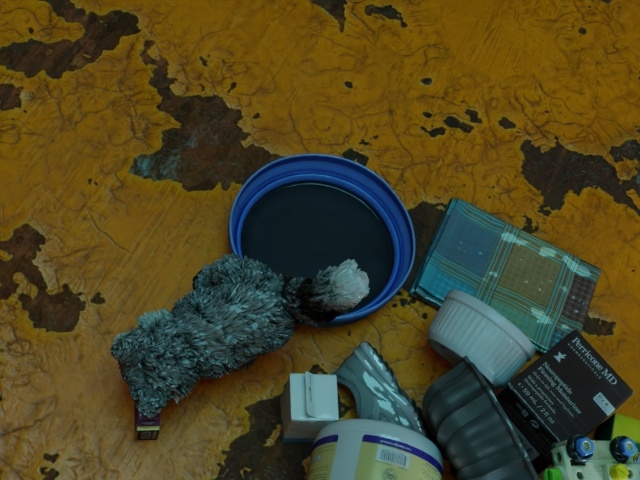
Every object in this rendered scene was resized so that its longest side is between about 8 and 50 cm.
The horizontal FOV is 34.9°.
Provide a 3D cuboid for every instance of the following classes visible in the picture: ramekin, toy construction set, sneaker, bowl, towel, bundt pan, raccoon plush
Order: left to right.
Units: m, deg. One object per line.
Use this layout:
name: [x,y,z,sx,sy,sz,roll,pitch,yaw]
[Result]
raccoon plush: [-0.170,0.142,1.795,0.216,0.446,0.299,57,39,0]
bowl: [0.000,0.000,2.114,0.391,0.077,0.391,6,60,-10]
sneaker: [0.127,0.336,1.956,0.115,0.105,0.281,-36,74,6]
ramekin: [0.306,0.201,1.994,0.207,0.207,0.109,37,81,10]
bundt pan: [0.285,0.380,1.832,0.124,0.331,0.331,-26,67,0]
towel: [0.402,0.082,2.177,0.370,0.040,0.271,25,59,3]
toy construction set: [0.502,0.448,1.768,0.327,0.151,0.215,15,60,-39]

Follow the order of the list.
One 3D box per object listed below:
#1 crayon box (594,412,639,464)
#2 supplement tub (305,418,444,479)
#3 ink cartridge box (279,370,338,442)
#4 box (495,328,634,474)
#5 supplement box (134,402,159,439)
crayon box: [0.688,0.541,1.936,0.362,0.106,0.313,20,60,0]
supplement tub: [0.075,0.501,1.745,0.241,0.241,0.331,16,59,-3]
ink cartridge box: [-0.020,0.310,1.891,0.089,0.143,0.092,2,60,-11]
box: [0.456,0.316,1.977,0.203,0.167,0.168,-33,72,-26]
supplement box: [-0.319,0.319,1.873,0.043,0.055,0.083,1,61,-13]
